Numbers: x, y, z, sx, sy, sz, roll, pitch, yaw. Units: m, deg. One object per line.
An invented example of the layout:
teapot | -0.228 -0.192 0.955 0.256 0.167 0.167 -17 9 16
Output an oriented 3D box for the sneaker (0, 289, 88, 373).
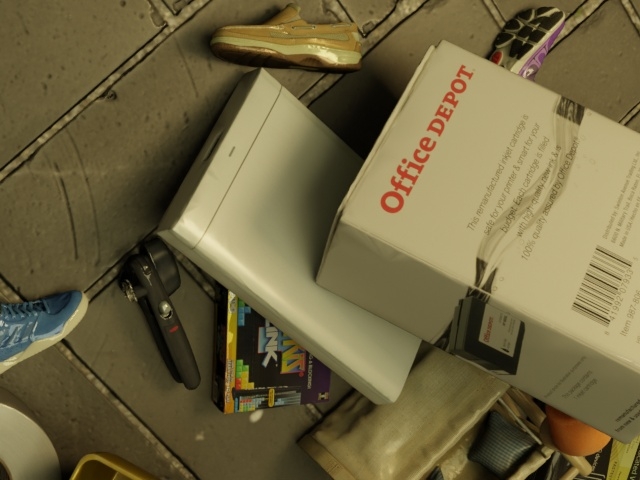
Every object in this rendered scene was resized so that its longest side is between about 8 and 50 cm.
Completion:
sneaker | -0.331 0.081 1.210 0.152 0.058 0.084 -32 122 -8

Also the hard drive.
hard drive | 0.000 0.000 1.305 0.353 0.047 0.233 41 59 -27

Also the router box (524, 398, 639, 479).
router box | 0.415 0.258 1.587 0.243 0.081 0.308 15 95 -26

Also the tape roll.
tape roll | -0.396 0.263 1.216 0.219 0.072 0.219 -6 105 -23

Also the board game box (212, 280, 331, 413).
board game box | -0.056 0.116 1.353 0.141 0.048 0.170 -3 103 -23

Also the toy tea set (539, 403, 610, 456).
toy tea set | 0.406 0.146 1.365 0.336 0.200 0.124 -28 127 3

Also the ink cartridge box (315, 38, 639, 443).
ink cartridge box | 0.233 -0.004 1.244 0.395 0.166 0.285 27 59 5

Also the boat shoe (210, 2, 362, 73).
boat shoe | -0.039 -0.233 1.276 0.190 0.068 0.072 1 90 -35

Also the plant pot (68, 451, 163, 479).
plant pot | -0.203 0.357 1.241 0.212 0.187 0.212 29 88 -3

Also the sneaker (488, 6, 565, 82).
sneaker | 0.251 -0.219 1.419 0.071 0.068 0.170 32 96 -43

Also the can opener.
can opener | -0.176 0.092 1.284 0.073 0.059 0.186 -24 111 -19

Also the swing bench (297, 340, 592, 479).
swing bench | 0.156 0.269 1.423 0.253 0.165 0.254 -44 116 -9
